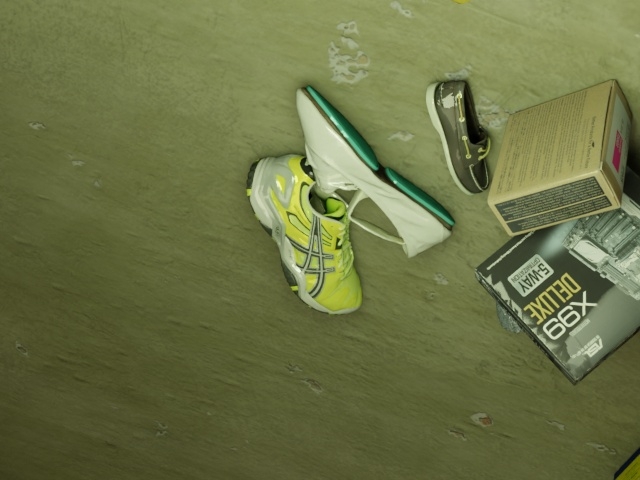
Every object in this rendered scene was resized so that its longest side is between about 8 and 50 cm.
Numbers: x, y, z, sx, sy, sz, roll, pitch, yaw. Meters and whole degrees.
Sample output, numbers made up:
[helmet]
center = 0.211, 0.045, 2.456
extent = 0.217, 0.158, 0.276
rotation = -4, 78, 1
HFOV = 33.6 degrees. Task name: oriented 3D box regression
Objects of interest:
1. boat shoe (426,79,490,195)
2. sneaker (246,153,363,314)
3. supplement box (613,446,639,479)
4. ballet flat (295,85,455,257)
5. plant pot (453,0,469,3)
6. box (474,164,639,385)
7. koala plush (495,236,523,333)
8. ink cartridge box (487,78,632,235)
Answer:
[boat shoe]
center = 0.251, -0.172, 1.815
extent = 0.069, 0.081, 0.227
rotation = -6, 127, 32
[sneaker]
center = 0.000, 0.000, 2.043
extent = 0.147, 0.145, 0.384
rotation = -10, 130, 30
[supplement box]
center = 0.725, 0.620, 2.200
extent = 0.194, 0.356, 0.195
rotation = 22, 137, 0
[ballet flat]
center = 0.073, -0.105, 1.902
extent = 0.400, 0.139, 0.139
rotation = 41, 134, -22
[plant pot]
center = 0.211, -0.459, 1.473
extent = 0.212, 0.212, 0.187
rotation = -17, 137, 34
[box]
center = 0.445, 0.046, 1.726
extent = 0.242, 0.307, 0.076
rotation = 50, 177, 19
[koala plush]
center = 0.415, 0.048, 1.904
extent = 0.196, 0.203, 0.221
rotation = 23, 142, 60
[ink cartridge box]
center = 0.385, -0.132, 1.690
extent = 0.193, 0.234, 0.088
rotation = -15, 125, 34
